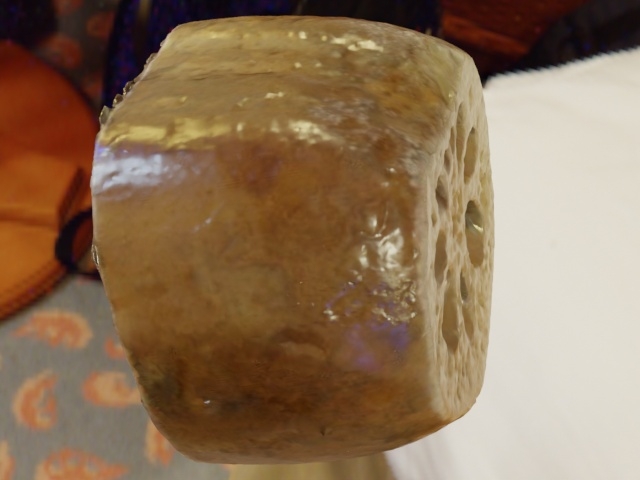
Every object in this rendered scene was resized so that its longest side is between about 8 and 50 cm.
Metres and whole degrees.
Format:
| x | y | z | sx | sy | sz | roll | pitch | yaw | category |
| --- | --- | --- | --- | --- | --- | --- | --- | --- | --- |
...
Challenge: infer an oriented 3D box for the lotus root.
| x | y | z | sx | sy | sz | roll | pitch | yaw | category |
| --- | --- | --- | --- | --- | --- | --- | --- | --- | --- |
| 0.001 | 0.003 | 0.394 | 0.081 | 0.112 | 0.122 | -2 | 33 | 16 | lotus root |
